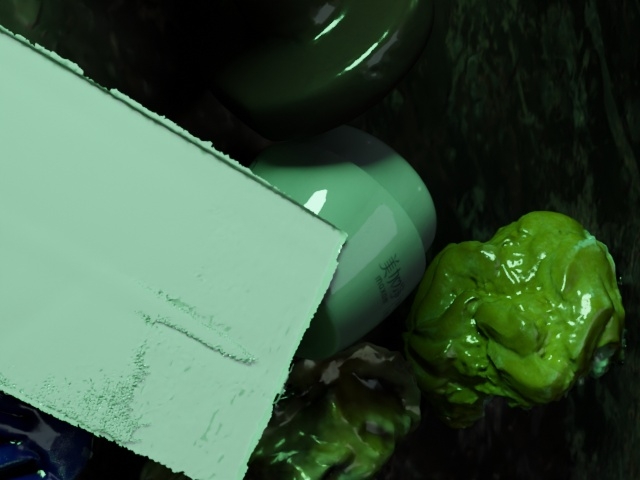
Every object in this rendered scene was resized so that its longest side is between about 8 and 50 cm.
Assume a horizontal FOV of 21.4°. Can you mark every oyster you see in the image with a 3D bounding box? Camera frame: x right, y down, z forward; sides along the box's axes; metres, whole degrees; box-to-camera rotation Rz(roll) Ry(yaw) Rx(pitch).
[{"bbox_3d":[-0.027,0.203,0.915,0.351,0.114,0.238,-33,119,-67],"label":"oyster"}]

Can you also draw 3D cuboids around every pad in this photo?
[{"bbox_3d":[-0.099,0.013,0.824,0.232,0.004,0.156,30,76,-30],"label":"pad"}]

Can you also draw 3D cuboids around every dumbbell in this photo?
[{"bbox_3d":[-0.042,-0.168,0.868,0.124,0.140,0.225,-42,132,-8],"label":"dumbbell"}]

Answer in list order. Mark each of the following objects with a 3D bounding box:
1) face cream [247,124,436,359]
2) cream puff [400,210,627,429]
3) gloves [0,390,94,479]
[{"bbox_3d":[0.000,0.000,0.952,0.104,0.117,0.117,-50,130,-30],"label":"face cream"},{"bbox_3d":[0.122,0.053,1.114,0.156,0.156,0.121,-27,98,-51],"label":"cream puff"},{"bbox_3d":[-0.146,0.097,0.827,0.086,0.026,0.064,43,60,-47],"label":"gloves"}]
